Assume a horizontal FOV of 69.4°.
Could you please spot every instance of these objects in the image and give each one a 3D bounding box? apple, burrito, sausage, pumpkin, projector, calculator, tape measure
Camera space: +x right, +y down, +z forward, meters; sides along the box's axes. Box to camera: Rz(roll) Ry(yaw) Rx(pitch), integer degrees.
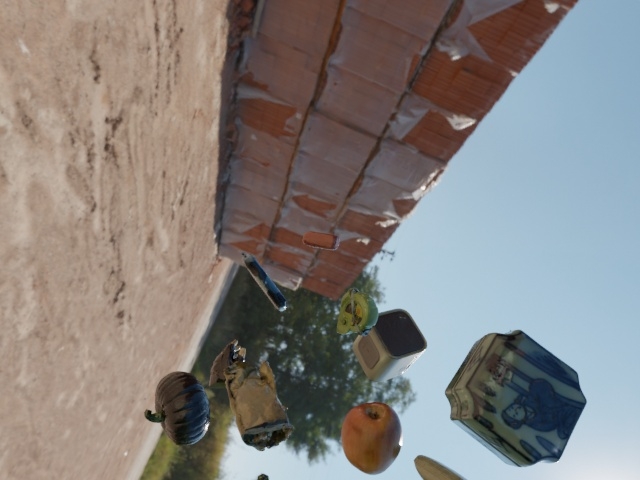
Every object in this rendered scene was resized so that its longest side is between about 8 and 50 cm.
[{"bbox_3d":[0.204,0.776,1.820,0.242,0.242,0.241,-90,-177,-72],"label":"apple"},{"bbox_3d":[-0.229,0.564,1.614,0.332,0.190,0.135,-129,-139,-54],"label":"burrito"},{"bbox_3d":[0.000,0.000,1.835,0.062,0.154,0.062,-29,123,-56],"label":"sausage"},{"bbox_3d":[-0.360,0.438,1.208,0.150,0.194,0.194,-41,179,-16],"label":"pumpkin"},{"bbox_3d":[0.333,0.512,2.263,0.248,0.248,0.249,61,-35,32],"label":"projector"},{"bbox_3d":[-0.229,0.163,1.864,0.051,0.293,0.173,-37,-171,-10],"label":"calculator"},{"bbox_3d":[0.156,0.299,1.903,0.175,0.106,0.200,9,-90,42],"label":"tape measure"}]

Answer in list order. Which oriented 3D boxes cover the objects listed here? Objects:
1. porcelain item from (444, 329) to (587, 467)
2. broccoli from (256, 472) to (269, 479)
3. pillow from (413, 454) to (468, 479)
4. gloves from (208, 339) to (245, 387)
[{"bbox_3d":[0.490,0.392,1.166,0.286,0.281,0.157,-47,169,-21],"label":"porcelain item"},{"bbox_3d":[-0.233,0.988,1.836,0.097,0.095,0.092,-43,167,11],"label":"broccoli"},{"bbox_3d":[0.554,1.054,1.962,0.120,0.255,0.322,-41,-167,-22],"label":"pillow"},{"bbox_3d":[-0.392,0.517,1.967,0.164,0.124,0.203,-19,-130,25],"label":"gloves"}]
